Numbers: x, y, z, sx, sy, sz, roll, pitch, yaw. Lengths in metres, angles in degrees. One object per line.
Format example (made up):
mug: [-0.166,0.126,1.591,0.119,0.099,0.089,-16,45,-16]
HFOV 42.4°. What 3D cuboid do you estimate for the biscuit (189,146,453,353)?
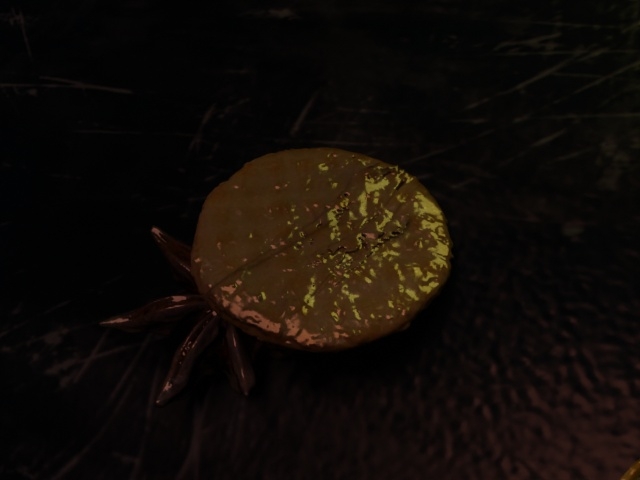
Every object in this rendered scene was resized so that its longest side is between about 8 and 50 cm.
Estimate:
biscuit: [0.000,-0.001,0.684,0.220,0.033,0.220,-1,52,1]

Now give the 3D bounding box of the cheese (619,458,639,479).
cheese: [0.231,0.214,0.463,0.156,0.064,0.250,5,61,30]

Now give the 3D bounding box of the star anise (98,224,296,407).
star anise: [-0.087,0.053,0.708,0.181,0.061,0.204,14,65,9]
